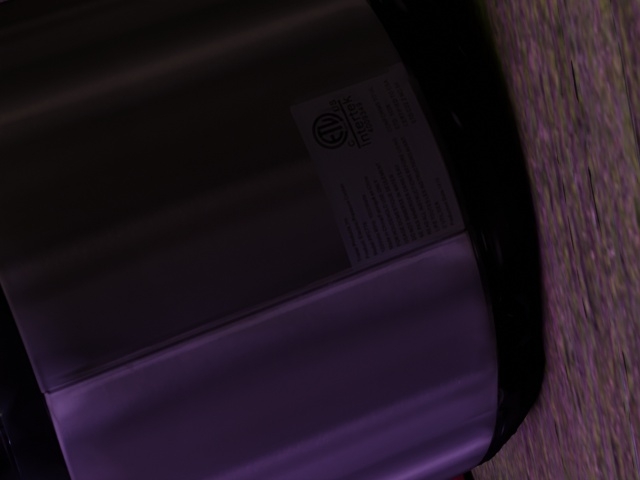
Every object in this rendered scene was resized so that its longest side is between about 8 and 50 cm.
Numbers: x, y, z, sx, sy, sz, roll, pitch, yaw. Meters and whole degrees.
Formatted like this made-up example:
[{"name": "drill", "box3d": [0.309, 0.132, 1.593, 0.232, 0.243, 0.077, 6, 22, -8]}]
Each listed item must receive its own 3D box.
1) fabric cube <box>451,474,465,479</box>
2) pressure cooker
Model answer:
[{"name": "fabric cube", "box3d": [-0.013, 0.257, 1.266, 0.254, 0.259, 0.258, 89, 166, -64]}, {"name": "pressure cooker", "box3d": [-0.129, 0.026, 0.931, 0.370, 0.420, 0.375, 54, 158, 40]}]
